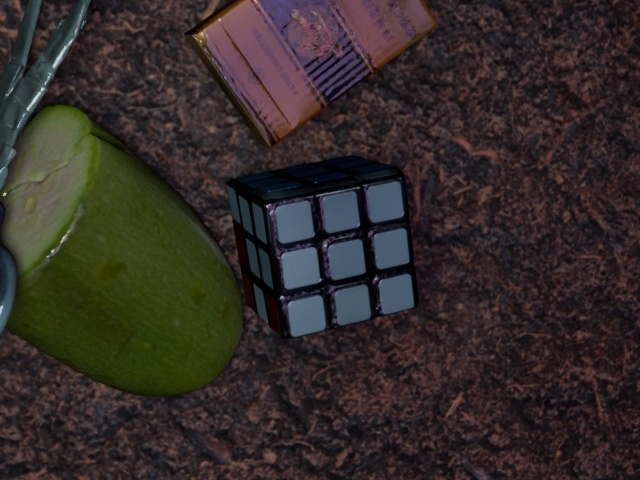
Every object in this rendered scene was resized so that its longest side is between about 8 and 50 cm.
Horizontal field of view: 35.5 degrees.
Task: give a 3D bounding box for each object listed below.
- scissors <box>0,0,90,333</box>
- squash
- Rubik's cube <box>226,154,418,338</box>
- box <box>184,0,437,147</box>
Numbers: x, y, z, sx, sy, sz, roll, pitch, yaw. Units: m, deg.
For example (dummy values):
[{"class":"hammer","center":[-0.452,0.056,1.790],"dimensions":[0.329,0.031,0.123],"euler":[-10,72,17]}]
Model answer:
[{"class":"scissors","center":[-0.331,-0.094,1.009],"dimensions":[0.029,0.256,0.384],"euler":[27,80,-49]},{"class":"squash","center":[-0.226,0.040,1.116],"dimensions":[0.234,0.210,0.309],"euler":[-49,137,-1]},{"class":"Rubik's cube","center":[0.000,0.000,1.104],"dimensions":[0.160,0.162,0.163],"euler":[-12,106,-16]},{"class":"box","center":[-0.010,-0.233,1.105],"dimensions":[0.237,0.070,0.152],"euler":[-37,109,-3]}]
